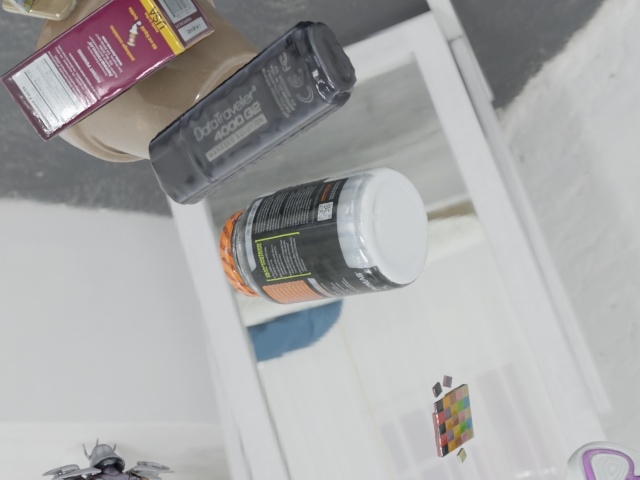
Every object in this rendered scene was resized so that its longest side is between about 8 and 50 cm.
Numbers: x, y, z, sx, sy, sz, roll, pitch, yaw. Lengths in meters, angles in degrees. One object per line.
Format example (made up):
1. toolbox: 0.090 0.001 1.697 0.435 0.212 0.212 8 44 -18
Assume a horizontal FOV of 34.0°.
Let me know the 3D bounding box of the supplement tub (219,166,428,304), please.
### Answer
1. supplement tub: 0.000 0.000 1.803 0.338 0.207 0.207 -10 157 38

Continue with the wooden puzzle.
1. wooden puzzle: 0.113 0.153 0.897 0.006 0.083 0.049 2 -166 42

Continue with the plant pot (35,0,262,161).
1. plant pot: -0.176 -0.188 1.268 0.263 0.229 0.263 -32 138 -34

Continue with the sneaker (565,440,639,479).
1. sneaker: 0.310 0.323 0.953 0.114 0.305 0.152 -36 177 -28

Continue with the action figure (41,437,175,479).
1. action figure: -0.233 0.359 1.192 0.185 0.285 0.099 -1 149 -29

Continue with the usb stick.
1. usb stick: -0.069 -0.103 0.907 0.045 0.077 0.278 -25 179 -39

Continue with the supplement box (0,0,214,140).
1. supplement box: -0.216 -0.190 1.067 0.188 0.104 0.081 -29 103 22

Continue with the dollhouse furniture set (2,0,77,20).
1. dollhouse furniture set: -0.289 -0.375 1.102 0.161 0.242 0.212 15 170 21
